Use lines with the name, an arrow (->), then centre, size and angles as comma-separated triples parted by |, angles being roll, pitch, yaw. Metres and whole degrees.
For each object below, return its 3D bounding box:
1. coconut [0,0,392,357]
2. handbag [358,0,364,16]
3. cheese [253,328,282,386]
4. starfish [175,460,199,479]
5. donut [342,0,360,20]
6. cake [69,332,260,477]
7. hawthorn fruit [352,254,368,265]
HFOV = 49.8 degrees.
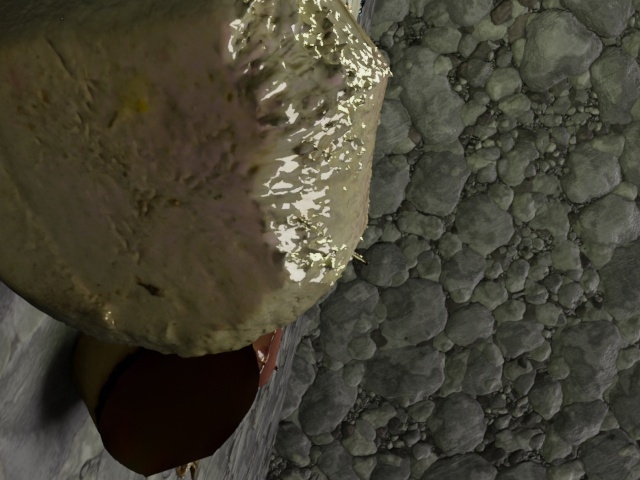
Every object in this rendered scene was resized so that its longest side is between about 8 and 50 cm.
coconut -> -0.083, -0.090, 0.535 | 0.309, 0.298, 0.297 | -63, 166, -65
handbag -> 0.066, -0.626, 1.567 | 0.162, 0.113, 0.260 | -75, 176, -62
cheese -> -0.153, 0.228, 1.438 | 0.177, 0.128, 0.202 | -62, 166, -70
starfish -> -0.241, 0.363, 1.338 | 0.240, 0.043, 0.227 | -75, 177, -48
donut -> -0.012, -0.417, 1.142 | 0.382, 0.143, 0.382 | 14, 90, -85
cake -> -0.188, 0.131, 0.779 | 0.185, 0.178, 0.207 | 28, 92, -44
hawthorn fruit -> 0.000, 0.000, 1.757 | 0.210, 0.266, 0.230 | 142, -31, -68
